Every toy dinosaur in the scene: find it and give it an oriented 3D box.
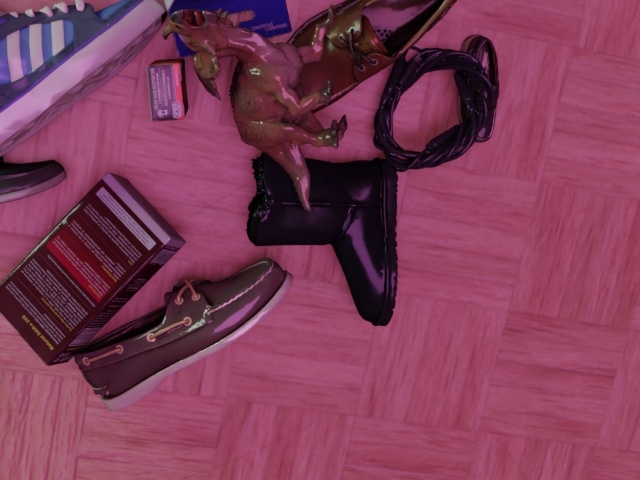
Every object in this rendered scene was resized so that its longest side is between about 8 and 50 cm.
[{"bbox_3d":[-0.076,-0.182,1.205,0.200,0.127,0.296,-3,126,9],"label":"toy dinosaur"}]

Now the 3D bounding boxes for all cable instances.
[{"bbox_3d":[0.152,-0.174,1.304,0.150,0.047,0.184,20,83,12],"label":"cable"}]

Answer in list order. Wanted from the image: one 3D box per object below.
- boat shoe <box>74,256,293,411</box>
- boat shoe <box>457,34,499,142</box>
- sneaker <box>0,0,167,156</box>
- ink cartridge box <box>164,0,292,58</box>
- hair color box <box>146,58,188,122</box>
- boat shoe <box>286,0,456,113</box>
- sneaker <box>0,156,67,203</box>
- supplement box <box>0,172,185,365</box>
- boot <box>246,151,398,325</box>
[{"bbox_3d":[-0.191,0.113,1.312,0.324,0.116,0.097,-33,106,10],"label":"boat shoe"},{"bbox_3d":[0.223,-0.211,1.333,0.056,0.049,0.152,-8,104,-6],"label":"boat shoe"},{"bbox_3d":[-0.384,-0.274,1.189,0.323,0.130,0.236,-40,95,-9],"label":"sneaker"},{"bbox_3d":[-0.135,-0.431,1.195,0.175,0.069,0.371,-19,109,-27],"label":"ink cartridge box"},{"bbox_3d":[-0.196,-0.196,1.226,0.043,0.141,0.072,-4,104,-4],"label":"hair color box"},{"bbox_3d":[0.053,-0.273,1.264,0.307,0.104,0.111,-41,108,4],"label":"boat shoe"},{"bbox_3d":[-0.452,-0.108,1.240,0.222,0.083,0.118,-9,104,-5],"label":"sneaker"},{"bbox_3d":[-0.314,0.040,1.280,0.239,0.073,0.130,-44,81,3],"label":"supplement box"},{"bbox_3d":[0.000,0.000,1.325,0.207,0.094,0.247,-1,97,-12],"label":"boot"}]
